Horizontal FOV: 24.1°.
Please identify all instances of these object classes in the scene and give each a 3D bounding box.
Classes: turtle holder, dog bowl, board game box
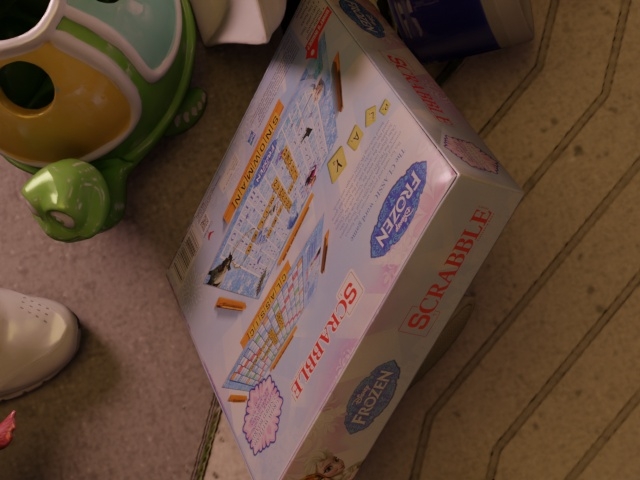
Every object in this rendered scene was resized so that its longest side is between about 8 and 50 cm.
[{"bbox_3d":[-0.255,-0.165,1.379,0.243,0.227,0.320,15,80,16],"label":"turtle holder"},{"bbox_3d":[0.106,-0.290,1.302,0.104,0.265,0.265,-13,74,13],"label":"dog bowl"},{"bbox_3d":[0.000,0.000,1.210,0.319,0.066,0.318,-61,33,24],"label":"board game box"}]

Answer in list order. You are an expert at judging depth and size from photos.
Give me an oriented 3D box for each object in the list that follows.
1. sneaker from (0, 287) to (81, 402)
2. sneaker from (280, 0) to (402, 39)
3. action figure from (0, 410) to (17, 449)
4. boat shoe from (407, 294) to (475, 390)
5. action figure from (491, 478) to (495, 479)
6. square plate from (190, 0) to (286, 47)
[{"bbox_3d":[-0.372,0.088,1.380,0.297,0.129,0.111,-1,73,-4],"label":"sneaker"},{"bbox_3d":[0.035,-0.213,1.378,0.122,0.146,0.331,-14,93,42],"label":"sneaker"},{"bbox_3d":[-0.332,0.317,1.268,0.248,0.275,0.370,5,91,21],"label":"action figure"},{"bbox_3d":[0.036,0.115,1.313,0.233,0.084,0.079,-42,71,4],"label":"boat shoe"},{"bbox_3d":[0.015,0.264,1.241,0.285,0.185,0.099,-13,56,4],"label":"action figure"},{"bbox_3d":[-0.105,-0.338,1.281,0.049,0.347,0.344,-18,100,-10],"label":"square plate"}]
